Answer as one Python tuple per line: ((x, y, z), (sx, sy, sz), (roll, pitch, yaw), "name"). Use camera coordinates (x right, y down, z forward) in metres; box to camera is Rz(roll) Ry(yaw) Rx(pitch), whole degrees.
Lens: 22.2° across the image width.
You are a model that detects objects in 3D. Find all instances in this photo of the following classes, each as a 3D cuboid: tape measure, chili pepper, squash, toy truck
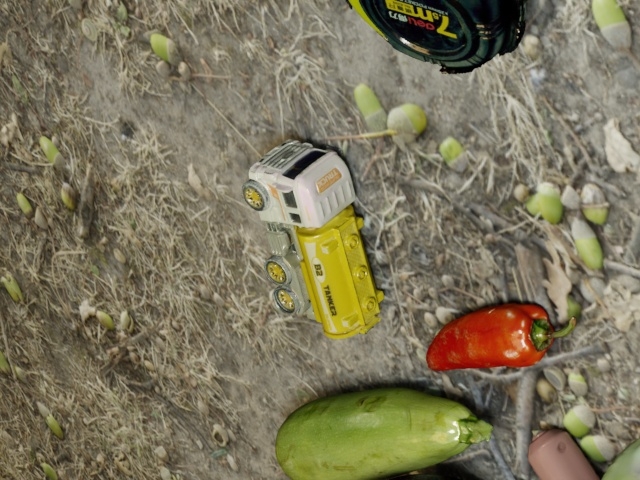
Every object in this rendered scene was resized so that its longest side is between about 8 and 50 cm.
((0.104, -0.249, 1.515), (0.199, 0.112, 0.186), (21, 155, 25), "tape measure")
((0.186, 0.109, 1.777), (0.272, 0.063, 0.071), (-18, 91, 56), "chili pepper")
((0.067, 0.233, 1.965), (0.370, 0.118, 0.118), (-21, 101, 53), "squash")
((0.000, 0.000, 1.877), (0.114, 0.098, 0.227), (11, 127, 41), "toy truck")

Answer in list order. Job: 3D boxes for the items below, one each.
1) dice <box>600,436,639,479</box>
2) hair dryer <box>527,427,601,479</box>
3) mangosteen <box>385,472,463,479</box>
((0.395, 0.317, 1.493), (0.249, 0.252, 0.254), (-3, 129, 40), "dice")
((0.305, 0.353, 1.730), (0.352, 0.210, 0.125), (57, 153, 25), "hair dryer")
((0.132, 0.415, 1.868), (0.330, 0.330, 0.330), (30, 137, 32), "mangosteen")
